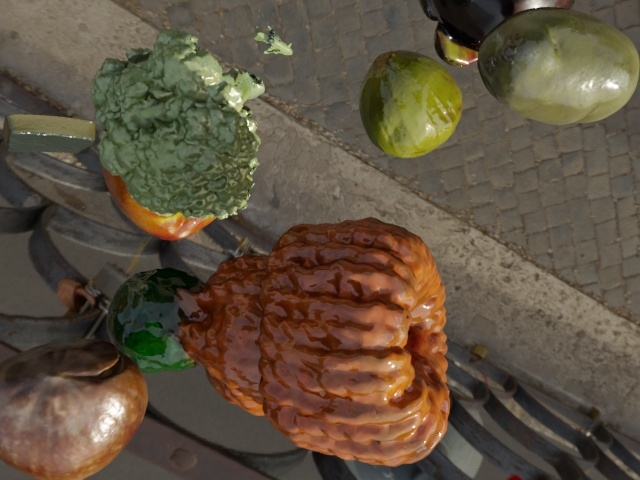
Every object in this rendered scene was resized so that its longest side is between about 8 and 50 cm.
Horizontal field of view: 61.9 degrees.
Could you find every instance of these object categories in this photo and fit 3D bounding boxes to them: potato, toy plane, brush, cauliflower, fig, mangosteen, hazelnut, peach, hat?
[{"bbox_3d":[0.479,-0.357,1.099,0.327,0.243,0.220,8,113,-10],"label":"potato"},{"bbox_3d":[-0.117,-0.501,1.350,0.111,0.102,0.040,17,148,-25],"label":"toy plane"},{"bbox_3d":[-0.665,-0.258,1.313,0.197,0.123,0.059,-3,79,-34],"label":"brush"},{"bbox_3d":[-0.218,-0.176,0.815,0.261,0.281,0.327,16,132,-24],"label":"cauliflower"},{"bbox_3d":[0.266,-0.439,1.687,0.344,0.343,0.343,-1,104,-3],"label":"fig"},{"bbox_3d":[0.431,-0.654,1.358,0.421,0.381,0.380,-15,110,45],"label":"mangosteen"},{"bbox_3d":[-0.252,0.161,0.526,0.154,0.143,0.143,10,103,-10],"label":"hazelnut"},{"bbox_3d":[-0.400,-0.215,1.449,0.310,0.335,0.405,-25,76,45],"label":"peach"},{"bbox_3d":[-0.052,0.136,0.626,0.401,0.285,0.285,-13,105,17],"label":"hat"}]
